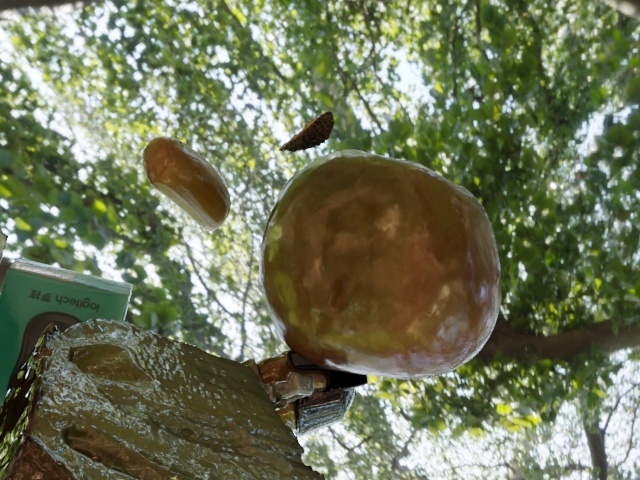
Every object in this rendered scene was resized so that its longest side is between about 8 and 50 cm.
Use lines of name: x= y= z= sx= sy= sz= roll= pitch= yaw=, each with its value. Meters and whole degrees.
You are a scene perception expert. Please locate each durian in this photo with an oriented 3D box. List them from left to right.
durian: x=-0.026 y=-0.212 z=1.274 sx=0.130 sy=0.052 sz=0.066 roll=-39 pitch=-126 yaw=-4

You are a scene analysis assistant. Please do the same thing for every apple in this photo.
apple: x=0.088 y=0.030 z=0.932 sx=0.339 sy=0.338 sz=0.304 roll=2 pitch=-94 yaw=24

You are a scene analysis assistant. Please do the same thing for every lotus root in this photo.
lotus root: x=-0.128 y=0.195 z=0.492 sx=0.149 sy=0.260 sz=0.267 roll=-56 pitch=-139 yaw=8

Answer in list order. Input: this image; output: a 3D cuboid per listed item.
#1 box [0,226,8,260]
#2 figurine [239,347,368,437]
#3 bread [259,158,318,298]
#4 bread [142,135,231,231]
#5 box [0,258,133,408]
box: x=-0.900 y=0.032 z=1.480 sx=0.292 sy=0.262 sz=0.206 roll=-15 pitch=-145 yaw=4
figurine: x=-0.070 y=0.238 z=1.024 sx=0.309 sy=0.308 sz=0.143 roll=-2 pitch=-84 yaw=22
bread: x=0.012 y=0.002 z=1.300 sx=0.238 sy=0.320 sz=0.320 roll=12 pitch=-123 yaw=-8
bread: x=-0.257 y=-0.119 z=1.310 sx=0.098 sy=0.217 sz=0.147 roll=-33 pitch=-133 yaw=14
box: x=-0.457 y=0.205 z=1.115 sx=0.205 sy=0.118 sz=0.311 roll=16 pitch=-88 yaw=-12
